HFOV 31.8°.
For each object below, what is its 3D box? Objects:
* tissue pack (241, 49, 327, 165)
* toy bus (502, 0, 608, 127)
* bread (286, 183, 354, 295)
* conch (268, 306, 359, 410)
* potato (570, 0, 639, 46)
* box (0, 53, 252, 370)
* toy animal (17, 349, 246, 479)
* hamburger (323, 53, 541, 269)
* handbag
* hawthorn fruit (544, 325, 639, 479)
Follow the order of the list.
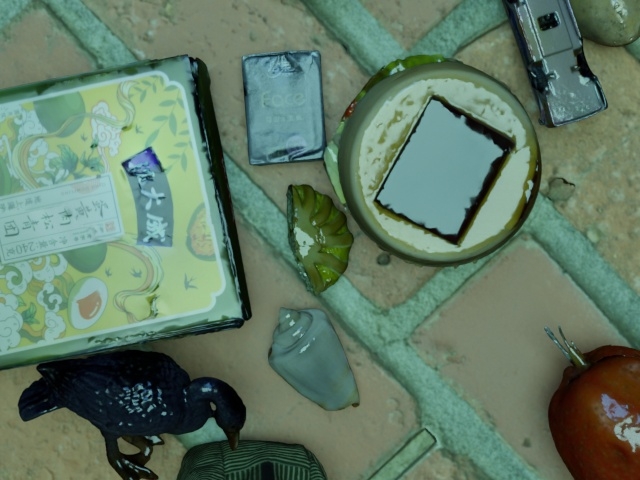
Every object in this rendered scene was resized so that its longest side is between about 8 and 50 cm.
[{"bbox_3d":[-0.051,-0.186,1.581,0.112,0.051,0.156,-4,93,1],"label":"tissue pack"},{"bbox_3d":[0.304,-0.293,1.547,0.090,0.112,0.274,-19,93,1],"label":"toy bus"},{"bbox_3d":[0.000,0.000,1.582,0.094,0.083,0.157,1,92,-12],"label":"bread"},{"bbox_3d":[-0.011,0.168,1.596,0.104,0.094,0.176,-40,119,-11],"label":"conch"},{"bbox_3d":[0.397,-0.334,1.553,0.112,0.112,0.147,-31,80,1],"label":"potato"},{"bbox_3d":[-0.331,-0.033,1.543,0.420,0.138,0.373,-11,92,0],"label":"box"},{"bbox_3d":[-0.250,0.223,1.494,0.298,0.122,0.185,20,132,-1],"label":"toy animal"},{"bbox_3d":[0.161,-0.107,1.529,0.301,0.170,0.302,0,97,-2],"label":"hamburger"},{"bbox_3d":[-0.097,0.452,1.519,0.247,0.240,0.341,8,91,-4],"label":"handbag"},{"bbox_3d":[0.403,0.235,1.534,0.211,0.211,0.299,-41,83,2],"label":"hawthorn fruit"}]
